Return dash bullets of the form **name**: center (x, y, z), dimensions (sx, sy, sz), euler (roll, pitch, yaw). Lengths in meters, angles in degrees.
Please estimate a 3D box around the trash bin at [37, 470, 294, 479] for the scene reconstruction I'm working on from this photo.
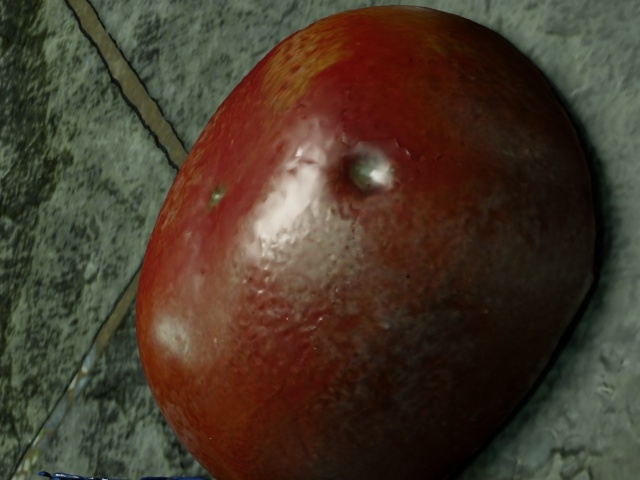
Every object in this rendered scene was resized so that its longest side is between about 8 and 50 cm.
- **trash bin**: center (-0.079, 0.247, 1.035), dimensions (0.162, 0.184, 0.234), euler (-5, 80, 51)

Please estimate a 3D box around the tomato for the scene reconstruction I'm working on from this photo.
- **tomato**: center (-0.007, 0.000, 1.119), dimensions (0.338, 0.144, 0.338), euler (-28, 51, 42)
